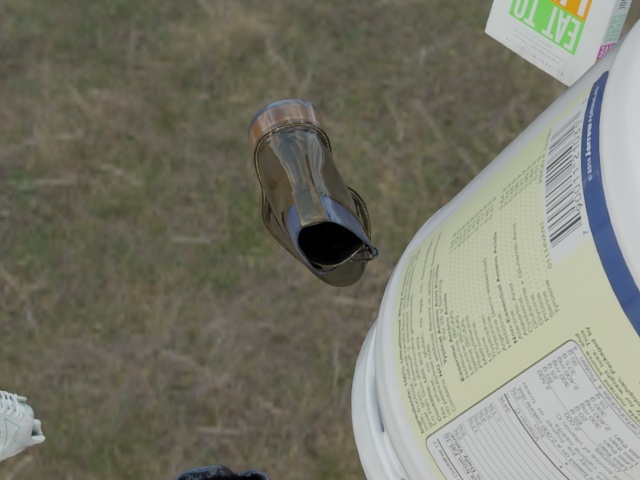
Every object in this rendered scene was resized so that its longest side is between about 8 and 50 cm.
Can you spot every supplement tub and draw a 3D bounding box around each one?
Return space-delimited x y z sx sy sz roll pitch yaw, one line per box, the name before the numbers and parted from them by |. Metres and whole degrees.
supplement tub | 0.168 0.041 0.775 0.235 0.325 0.235 10 62 -20

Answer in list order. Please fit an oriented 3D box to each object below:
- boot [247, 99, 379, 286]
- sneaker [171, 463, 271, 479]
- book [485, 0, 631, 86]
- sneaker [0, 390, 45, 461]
boot | 0.000 0.000 1.223 0.082 0.219 0.106 -20 53 5
sneaker | -0.165 0.341 1.663 0.124 0.180 0.321 31 49 20
book | 0.171 -0.183 1.072 0.035 0.144 0.096 -15 42 -36
sneaker | -0.304 0.157 1.500 0.061 0.152 0.053 -17 59 2
